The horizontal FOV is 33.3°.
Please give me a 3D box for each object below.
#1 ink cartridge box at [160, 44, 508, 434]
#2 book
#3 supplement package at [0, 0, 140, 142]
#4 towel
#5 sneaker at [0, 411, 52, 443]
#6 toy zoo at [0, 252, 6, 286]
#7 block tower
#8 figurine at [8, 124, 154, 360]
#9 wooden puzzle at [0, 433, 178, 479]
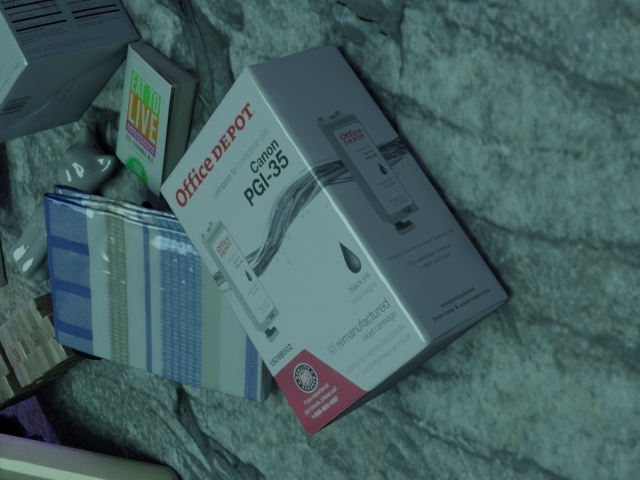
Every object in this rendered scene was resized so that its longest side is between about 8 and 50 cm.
[{"bbox_3d":[0.000,0.000,0.965,0.283,0.117,0.207,57,137,12],"label":"ink cartridge box"},{"bbox_3d":[-0.184,-0.132,1.171,0.096,0.035,0.144,41,133,33],"label":"book"},{"bbox_3d":[-0.344,-0.247,1.197,0.194,0.149,0.203,-37,80,48],"label":"supplement package"},{"bbox_3d":[-0.176,0.056,1.174,0.285,0.034,0.209,12,116,21],"label":"towel"},{"bbox_3d":[-0.433,0.351,1.580,0.262,0.104,0.125,33,126,32],"label":"sneaker"},{"bbox_3d":[-0.539,-0.045,1.577,0.192,0.030,0.293,18,118,41],"label":"toy zoo"},{"bbox_3d":[-0.395,0.153,1.466,0.335,0.097,0.091,-32,83,46],"label":"block tower"},{"bbox_3d":[-0.268,-0.003,1.281,0.215,0.092,0.209,50,128,20],"label":"figurine"},{"bbox_3d":[-0.332,0.452,1.452,0.322,0.080,0.348,6,111,21],"label":"wooden puzzle"}]
